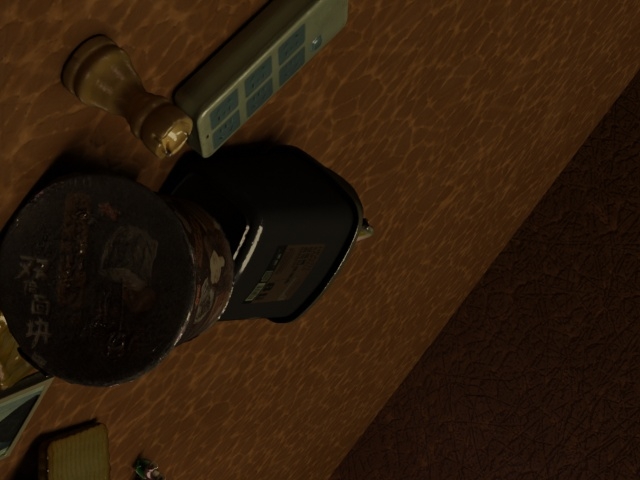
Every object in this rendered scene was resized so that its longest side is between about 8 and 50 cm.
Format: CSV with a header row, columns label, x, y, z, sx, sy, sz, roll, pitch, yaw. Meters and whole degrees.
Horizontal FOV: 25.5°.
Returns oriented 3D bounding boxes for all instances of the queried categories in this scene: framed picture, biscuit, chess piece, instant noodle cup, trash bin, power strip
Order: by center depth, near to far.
label,x,y,z,sx,sy,sz,roll,pitch,yaw
chess piece,-0.175,-0.129,1.311,0.066,0.122,0.066,-45,164,-17
instant noodle cup,-0.201,0.036,1.492,0.217,0.217,0.207,-52,170,10
biscuit,-0.315,0.082,1.574,0.174,0.039,0.183,-44,164,-14
power strip,-0.061,-0.205,1.587,0.270,0.046,0.118,-46,164,-15
framed picture,-0.417,0.238,1.698,0.150,0.015,0.203,-57,162,26
trash bin,-0.081,-0.005,1.763,0.209,0.182,0.290,-55,158,20
biscuit,-0.337,0.389,1.961,0.172,0.029,0.255,-9,96,-70

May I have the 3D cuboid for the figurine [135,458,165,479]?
label,x,y,z,sx,sy,sz,roll,pitch,yaw
figurine,-0.287,0.417,2.366,0.083,0.083,0.187,-42,169,-25

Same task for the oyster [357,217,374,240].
label,x,y,z,sx,sy,sz,roll,pitch,yaw
oyster,-0.007,-0.005,2.124,0.259,0.092,0.198,-11,139,-52
